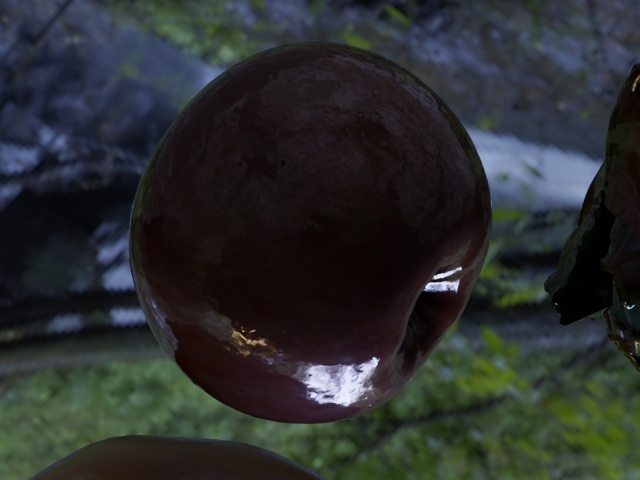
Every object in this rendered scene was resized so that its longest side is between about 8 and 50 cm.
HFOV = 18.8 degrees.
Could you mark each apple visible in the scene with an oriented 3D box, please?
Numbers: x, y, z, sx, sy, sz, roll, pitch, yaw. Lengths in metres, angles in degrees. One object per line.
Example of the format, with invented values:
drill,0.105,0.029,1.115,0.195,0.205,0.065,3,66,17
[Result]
apple,0.000,0.000,0.774,0.153,0.120,0.153,-44,150,-35

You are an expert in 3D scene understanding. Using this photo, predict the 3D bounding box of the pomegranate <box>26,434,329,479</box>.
pomegranate,-0.073,0.218,0.916,0.264,0.264,0.264,-40,156,-22

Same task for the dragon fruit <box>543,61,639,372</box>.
dragon fruit,0.104,-0.016,0.332,0.142,0.138,0.175,-4,177,-15
